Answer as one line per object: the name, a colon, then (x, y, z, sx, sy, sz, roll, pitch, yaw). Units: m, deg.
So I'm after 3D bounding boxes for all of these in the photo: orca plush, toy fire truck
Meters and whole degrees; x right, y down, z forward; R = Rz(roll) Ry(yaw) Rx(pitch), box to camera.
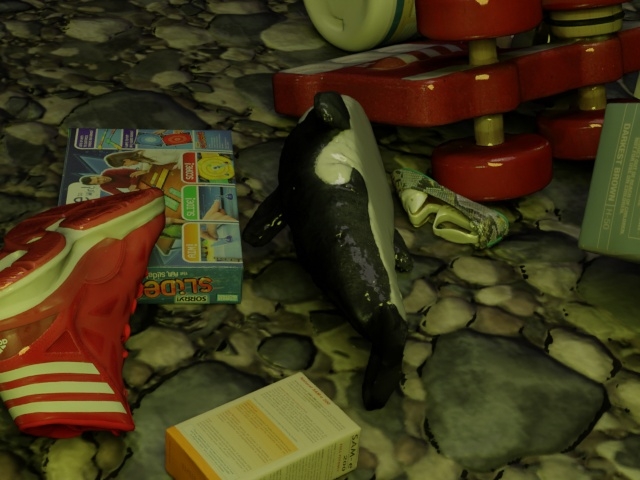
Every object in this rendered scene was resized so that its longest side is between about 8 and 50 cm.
orca plush: (0.000, 0.000, 0.825, 0.102, 0.151, 0.287, -22, 50, 12)
toy fire truck: (0.139, -0.156, 1.025, 0.302, 0.169, 0.254, -20, 22, -33)

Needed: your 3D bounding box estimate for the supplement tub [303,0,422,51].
supplement tub: (0.094, -0.283, 1.202, 0.200, 0.144, 0.144, -18, 40, -31)

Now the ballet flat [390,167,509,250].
ballet flat: (0.093, -0.023, 0.913, 0.114, 0.041, 0.041, 28, 40, 31)

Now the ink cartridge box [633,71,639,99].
ink cartridge box: (0.380, -0.198, 1.115, 0.092, 0.143, 0.090, -26, 45, -38)

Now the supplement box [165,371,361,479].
supplement box: (-0.034, 0.123, 0.676, 0.098, 0.036, 0.062, -19, 41, -31)

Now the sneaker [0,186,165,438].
sneaker: (-0.148, 0.049, 0.721, 0.087, 0.128, 0.221, -9, 15, 22)

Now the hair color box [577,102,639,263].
hair color box: (0.342, -0.012, 0.683, 0.185, 0.113, 0.374, 11, 2, -22)

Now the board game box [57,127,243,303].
board game box: (-0.132, -0.024, 0.883, 0.136, 0.035, 0.201, 1, 34, -7)
